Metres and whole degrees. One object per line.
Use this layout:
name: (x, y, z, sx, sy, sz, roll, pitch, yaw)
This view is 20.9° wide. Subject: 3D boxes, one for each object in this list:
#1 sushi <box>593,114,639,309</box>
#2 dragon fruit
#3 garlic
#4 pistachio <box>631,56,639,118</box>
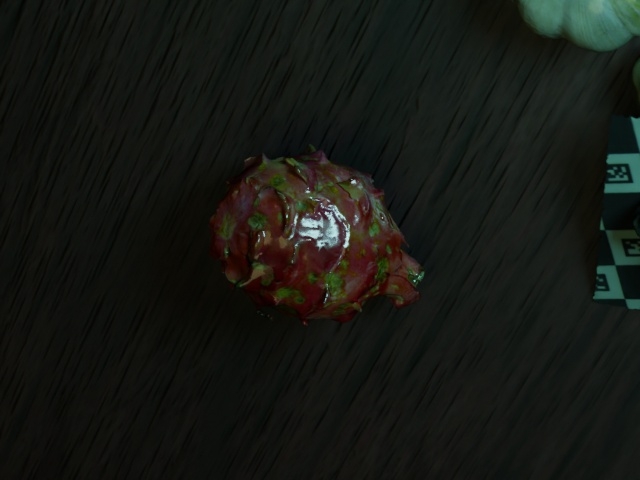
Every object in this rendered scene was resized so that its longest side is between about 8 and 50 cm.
sushi: (0.460, 0.018, 1.918, 0.320, 0.068, 0.339, 10, 142, 11)
dragon fruit: (0.000, 0.000, 2.056, 0.268, 0.210, 0.205, 21, 102, -15)
garlic: (0.296, -0.309, 1.851, 0.228, 0.152, 0.227, -4, 82, 32)
pistachio: (0.439, -0.134, 1.908, 0.223, 0.126, 0.152, 35, 86, -4)
